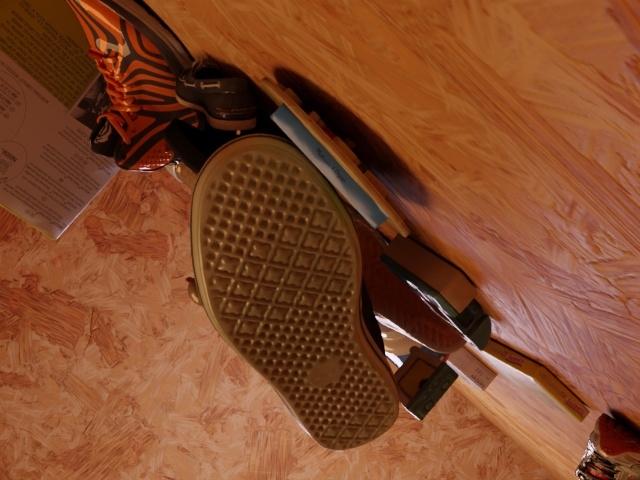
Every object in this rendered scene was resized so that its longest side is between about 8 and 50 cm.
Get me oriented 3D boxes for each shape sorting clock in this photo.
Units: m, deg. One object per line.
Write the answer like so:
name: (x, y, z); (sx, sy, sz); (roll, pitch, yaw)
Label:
shape sorting clock: (0.016, -0.082, 0.864); (0.206, 0.040, 0.206); (47, -174, -6)

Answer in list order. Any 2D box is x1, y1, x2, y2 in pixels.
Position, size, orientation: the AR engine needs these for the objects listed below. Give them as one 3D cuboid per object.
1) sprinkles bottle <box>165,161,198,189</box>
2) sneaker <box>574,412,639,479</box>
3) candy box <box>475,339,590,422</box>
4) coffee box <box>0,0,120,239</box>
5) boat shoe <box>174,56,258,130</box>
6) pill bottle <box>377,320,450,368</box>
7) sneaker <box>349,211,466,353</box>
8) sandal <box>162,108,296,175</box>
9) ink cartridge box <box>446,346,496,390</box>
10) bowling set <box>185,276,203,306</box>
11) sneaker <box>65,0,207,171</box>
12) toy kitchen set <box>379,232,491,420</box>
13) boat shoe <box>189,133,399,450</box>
sprinkles bottle: (-0.183, -0.107, 1.873); (0.355, 0.121, 0.121); (38, 175, 31)
sneaker: (0.378, 0.291, 1.144); (0.088, 0.092, 0.225); (38, 175, 31)
candy box: (0.303, 0.199, 1.308); (0.105, 0.027, 0.206); (45, 175, -15)
coffee box: (-0.475, -0.270, 1.336); (0.338, 0.334, 0.338); (38, 175, 33)
boat shoe: (-0.126, -0.189, 1.076); (0.206, 0.075, 0.064); (-136, 43, -57)
pill bottle: (0.150, 0.155, 1.574); (0.124, 0.124, 0.221); (39, 176, 31)
sneaker: (0.081, 0.061, 1.319); (0.302, 0.108, 0.121); (40, 172, -7)
sandal: (-0.092, -0.122, 1.187); (0.168, 0.107, 0.446); (40, -172, 1)
ink cartridge box: (0.262, 0.225, 1.838); (0.207, 0.046, 0.097); (41, 175, 2)
bowling set: (-0.064, 0.084, 1.345); (0.287, 0.154, 0.200); (47, -174, -19)
sneaker: (-0.259, -0.199, 1.174); (0.125, 0.180, 0.321); (37, 174, 44)
toy kitchen set: (0.133, 0.127, 1.136); (0.207, 0.166, 0.122); (44, 175, -41)
boat shoe: (-0.028, 0.063, 1.053); (0.156, 0.187, 0.500); (-113, -1, -46)
